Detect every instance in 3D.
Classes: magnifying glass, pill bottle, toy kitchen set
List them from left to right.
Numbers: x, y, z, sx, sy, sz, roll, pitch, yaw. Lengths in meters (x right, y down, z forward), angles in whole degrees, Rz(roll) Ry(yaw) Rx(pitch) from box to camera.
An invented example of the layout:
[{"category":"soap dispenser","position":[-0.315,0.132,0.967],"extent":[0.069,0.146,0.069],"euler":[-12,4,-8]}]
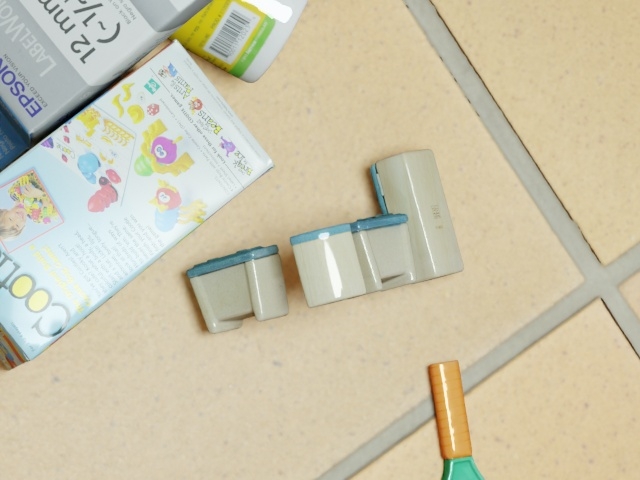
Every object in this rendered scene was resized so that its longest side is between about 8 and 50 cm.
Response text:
[{"category":"pill bottle","position":[-0.134,-0.258,1.745],"extent":[0.246,0.136,0.136],"euler":[29,76,-10]},{"category":"toy kitchen set","position":[0.000,0.000,1.789],"extent":[0.207,0.166,0.122],"euler":[-10,85,-54]},{"category":"magnifying glass","position":[0.134,0.229,1.814],"extent":[0.092,0.026,0.231],"euler":[-7,84,-17]}]

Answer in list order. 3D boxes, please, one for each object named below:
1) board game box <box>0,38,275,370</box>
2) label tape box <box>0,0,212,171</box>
[{"category":"board game box","position":[-0.201,-0.028,1.691],"extent":[0.275,0.142,0.144],"euler":[-39,94,-18]},{"category":"label tape box","position":[-0.263,-0.228,1.635],"extent":[0.348,0.115,0.249],"euler":[-38,93,13]}]
